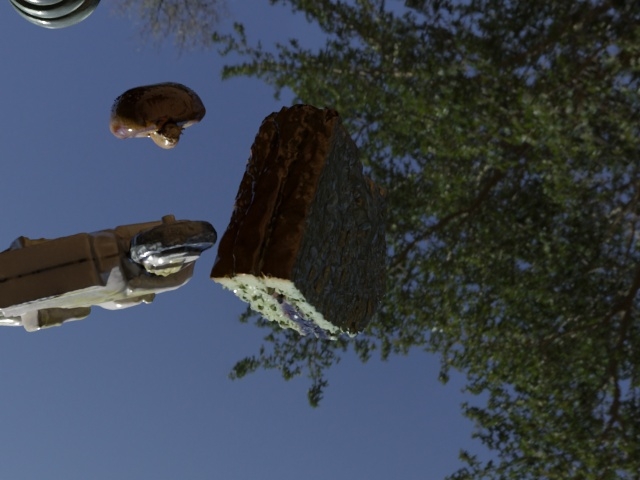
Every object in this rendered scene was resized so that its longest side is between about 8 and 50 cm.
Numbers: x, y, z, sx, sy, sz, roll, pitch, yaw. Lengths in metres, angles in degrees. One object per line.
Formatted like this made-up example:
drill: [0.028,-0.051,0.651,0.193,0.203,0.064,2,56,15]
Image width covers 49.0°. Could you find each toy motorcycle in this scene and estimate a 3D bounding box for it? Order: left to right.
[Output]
toy motorcycle: [-0.278,0.040,0.829,0.341,0.223,0.107,-15,-96,-1]

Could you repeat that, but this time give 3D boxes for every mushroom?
mushroom: [-0.218,-0.164,0.933,0.127,0.127,0.087,-12,-79,-18]

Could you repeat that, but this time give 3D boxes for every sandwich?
sandwich: [0.000,-0.001,1.018,0.131,0.325,0.262,6,-112,27]

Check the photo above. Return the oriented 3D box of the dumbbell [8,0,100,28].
dumbbell: [-0.452,-0.444,1.049,0.179,0.406,0.179,0,-89,2]
